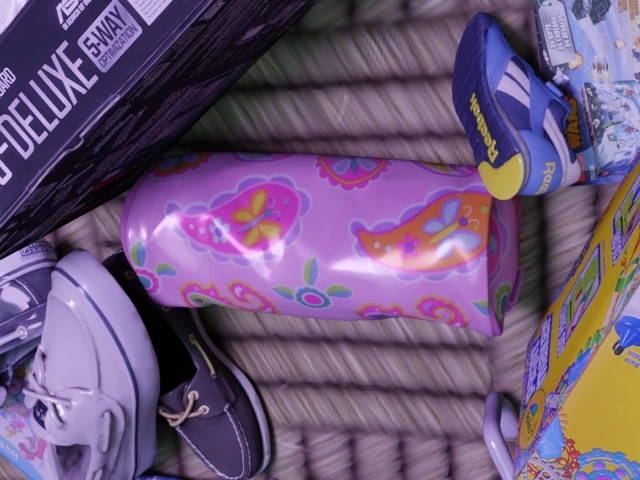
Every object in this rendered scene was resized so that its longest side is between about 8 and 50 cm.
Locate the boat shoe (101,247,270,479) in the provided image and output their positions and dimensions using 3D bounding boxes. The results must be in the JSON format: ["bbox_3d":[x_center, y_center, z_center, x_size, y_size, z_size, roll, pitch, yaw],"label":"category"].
[{"bbox_3d":[-0.119,0.111,0.825,0.081,0.068,0.228,-24,99,27],"label":"boat shoe"}]

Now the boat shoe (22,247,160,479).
[{"bbox_3d":[-0.189,0.119,0.780,0.096,0.088,0.268,40,145,23],"label":"boat shoe"}]

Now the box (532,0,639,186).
[{"bbox_3d":[0.193,-0.106,0.651,0.093,0.027,0.137,-4,108,21],"label":"box"}]

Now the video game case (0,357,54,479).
[{"bbox_3d":[-0.258,0.146,0.922,0.119,0.015,0.166,39,118,3],"label":"video game case"}]

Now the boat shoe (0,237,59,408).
[{"bbox_3d":[-0.320,0.113,0.872,0.301,0.108,0.102,-34,78,25],"label":"boat shoe"}]

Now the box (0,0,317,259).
[{"bbox_3d":[-0.117,-0.115,0.645,0.307,0.242,0.076,-40,92,29],"label":"box"}]

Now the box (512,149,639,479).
[{"bbox_3d":[0.304,0.057,0.567,0.290,0.177,0.279,26,116,3],"label":"box"}]

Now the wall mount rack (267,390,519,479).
[{"bbox_3d":[0.106,0.294,0.763,0.350,0.130,0.304,-25,95,16],"label":"wall mount rack"}]

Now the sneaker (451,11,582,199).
[{"bbox_3d":[0.125,-0.087,0.647,0.059,0.144,0.053,-1,149,-17],"label":"sneaker"}]

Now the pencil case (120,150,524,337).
[{"bbox_3d":[0.000,0.000,0.716,0.284,0.124,0.124,2,110,20],"label":"pencil case"}]

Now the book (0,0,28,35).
[{"bbox_3d":[-0.262,-0.239,0.773,0.096,0.035,0.144,-36,93,18],"label":"book"}]

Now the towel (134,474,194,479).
[{"bbox_3d":[-0.059,0.327,0.907,0.335,0.040,0.243,2,108,18],"label":"towel"}]
